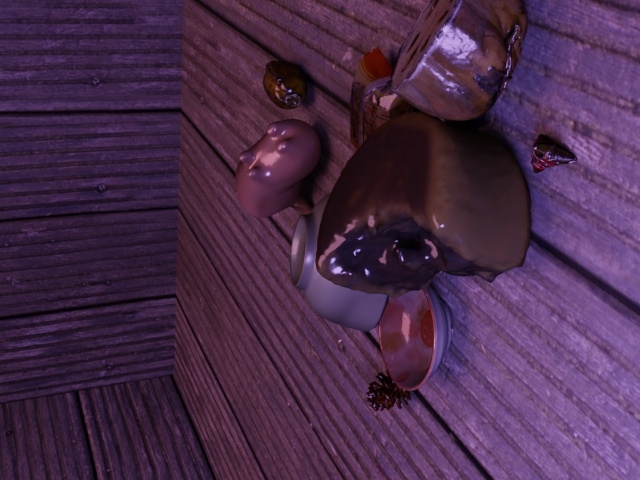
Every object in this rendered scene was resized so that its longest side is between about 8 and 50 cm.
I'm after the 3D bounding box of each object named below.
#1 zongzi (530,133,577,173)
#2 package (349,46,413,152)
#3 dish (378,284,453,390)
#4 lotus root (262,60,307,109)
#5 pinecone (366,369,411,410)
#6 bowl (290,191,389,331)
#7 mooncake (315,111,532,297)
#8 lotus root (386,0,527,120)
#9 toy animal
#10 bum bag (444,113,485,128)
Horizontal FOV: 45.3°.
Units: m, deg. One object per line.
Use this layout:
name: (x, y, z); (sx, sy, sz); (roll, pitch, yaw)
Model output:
zongzi: (0.368, -0.148, 1.265); (0.083, 0.073, 0.067); (18, 93, 63)
package: (0.129, -0.276, 1.732); (0.223, 0.108, 0.288); (-125, 34, -50)
dish: (0.217, 0.191, 1.661); (0.260, 0.085, 0.260); (180, 90, -69)
lotus root: (-0.103, -0.449, 2.200); (0.209, 0.120, 0.120); (60, 146, 39)
pinecone: (0.162, 0.358, 1.814); (0.109, 0.102, 0.102); (-44, 50, 24)
bowl: (0.035, 0.033, 1.813); (0.354, 0.185, 0.354); (-174, 90, -76)
mooncake: (0.192, -0.031, 1.433); (0.393, 0.246, 0.394); (-65, 30, 19)
lotus root: (0.253, -0.336, 1.316); (0.272, 0.192, 0.272); (-57, 5, 7)
toy animal: (-0.119, -0.208, 2.182); (0.326, 0.269, 0.237); (-33, 61, 28)
bum bag: (0.257, -0.338, 1.486); (0.123, 0.060, 0.248); (175, 87, -67)
